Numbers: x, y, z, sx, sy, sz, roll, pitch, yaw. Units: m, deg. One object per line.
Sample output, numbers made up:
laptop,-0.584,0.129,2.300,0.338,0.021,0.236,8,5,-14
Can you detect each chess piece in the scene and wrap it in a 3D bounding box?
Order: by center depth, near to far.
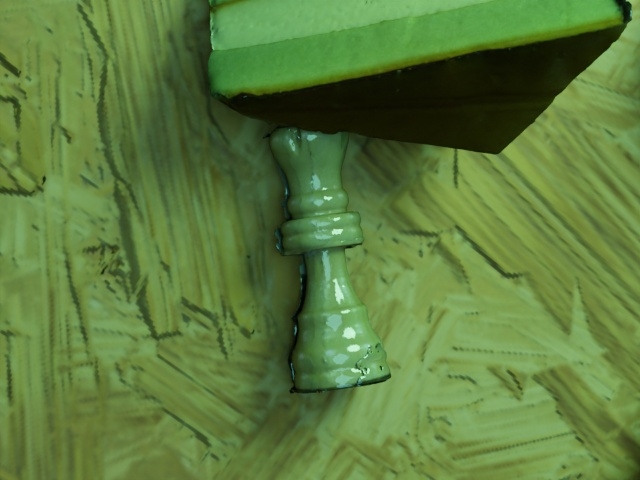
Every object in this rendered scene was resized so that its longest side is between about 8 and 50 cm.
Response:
chess piece,0.000,0.000,0.871,0.060,0.060,0.172,-9,90,-13

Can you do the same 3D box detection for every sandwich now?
sandwich,0.046,-0.136,0.819,0.187,0.144,0.117,8,58,-17
